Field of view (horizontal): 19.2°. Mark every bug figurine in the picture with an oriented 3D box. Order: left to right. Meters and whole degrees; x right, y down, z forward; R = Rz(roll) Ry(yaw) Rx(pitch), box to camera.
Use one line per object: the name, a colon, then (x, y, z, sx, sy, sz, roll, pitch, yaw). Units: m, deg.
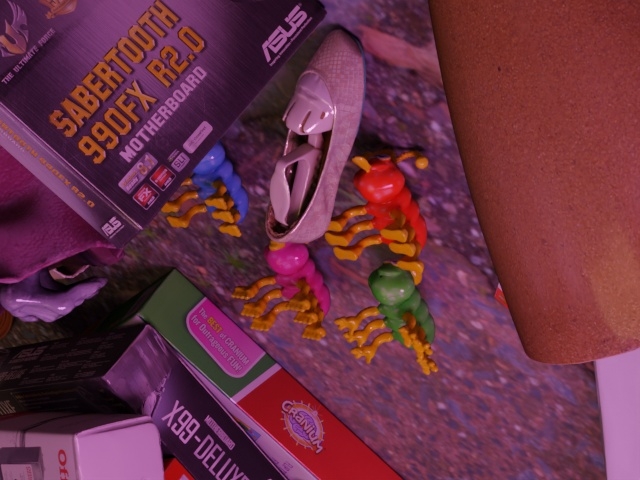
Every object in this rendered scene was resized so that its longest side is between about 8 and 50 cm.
bug figurine: (0.000, 0.000, 1.521, 0.279, 0.072, 0.216, 11, 137, 41)

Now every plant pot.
plant pot: (0.166, -0.094, 1.109, 0.237, 0.237, 0.254, -17, 105, 54)

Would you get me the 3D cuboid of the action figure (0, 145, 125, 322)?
action figure: (-0.308, -0.095, 1.507, 0.248, 0.275, 0.370, -26, 94, 52)

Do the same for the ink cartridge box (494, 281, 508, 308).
ink cartridge box: (0.166, 0.045, 1.442, 0.063, 0.029, 0.115, 43, 151, 19)

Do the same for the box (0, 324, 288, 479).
box: (-0.196, 0.204, 1.862, 0.307, 0.076, 0.242, -13, 123, 52)

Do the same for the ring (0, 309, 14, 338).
ring: (-0.474, -0.002, 2.047, 0.336, 0.032, 0.336, 25, 147, 18)

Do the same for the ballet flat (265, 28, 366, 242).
ballet flat: (-0.006, -0.071, 1.383, 0.057, 0.052, 0.168, 30, 120, 38)

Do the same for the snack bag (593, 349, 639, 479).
snack bag: (0.312, 0.188, 1.316, 0.342, 0.037, 0.323, 2, 100, 52)

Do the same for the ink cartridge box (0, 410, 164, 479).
ink cartridge box: (-0.236, 0.240, 1.723, 0.218, 0.092, 0.159, -5, 93, 48)

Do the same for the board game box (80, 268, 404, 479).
board game box: (-0.094, 0.186, 1.872, 0.316, 0.064, 0.242, 44, 149, -10)

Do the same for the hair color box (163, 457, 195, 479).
hair color box: (-0.165, 0.245, 1.768, 0.141, 0.043, 0.072, -15, 121, 51)

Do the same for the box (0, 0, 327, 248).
box: (-0.132, -0.138, 1.320, 0.183, 0.231, 0.056, 43, 152, -7)

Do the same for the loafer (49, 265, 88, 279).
loafer: (-0.251, 0.000, 1.751, 0.092, 0.102, 0.268, 41, 149, 5)
